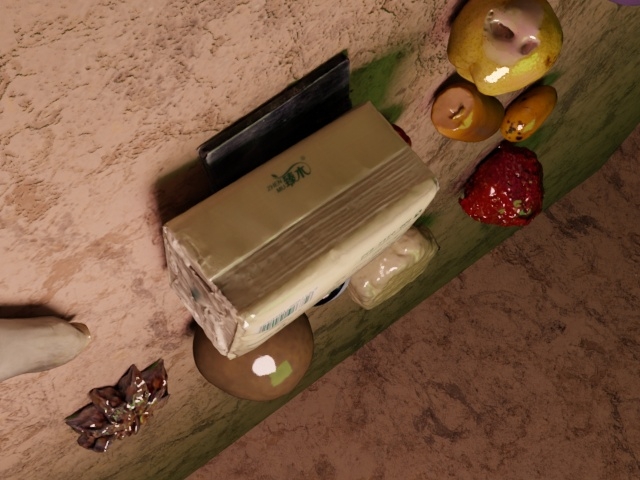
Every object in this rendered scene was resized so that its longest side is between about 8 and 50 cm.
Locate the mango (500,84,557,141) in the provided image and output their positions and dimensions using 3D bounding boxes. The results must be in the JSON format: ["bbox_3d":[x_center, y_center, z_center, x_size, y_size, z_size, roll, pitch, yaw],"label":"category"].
[{"bbox_3d":[0.518,-0.318,1.752,0.178,0.090,0.115,-41,174,-4],"label":"mango"}]

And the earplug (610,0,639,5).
[{"bbox_3d":[0.472,-0.470,1.071,0.215,0.215,0.456,-46,166,22],"label":"earplug"}]

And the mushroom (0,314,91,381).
[{"bbox_3d":[-0.432,0.152,0.959,0.109,0.097,0.351,-43,166,16],"label":"mushroom"}]

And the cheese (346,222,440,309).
[{"bbox_3d":[0.215,0.072,2.101,0.326,0.115,0.318,-18,154,-54],"label":"cheese"}]

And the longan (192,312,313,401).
[{"bbox_3d":[-0.140,0.217,1.523,0.258,0.258,0.258,-35,163,-12],"label":"longan"}]

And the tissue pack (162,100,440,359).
[{"bbox_3d":[-0.041,-0.008,1.116,0.380,0.207,0.297,-35,171,-22],"label":"tissue pack"}]

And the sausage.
[{"bbox_3d":[0.316,-0.257,1.467,0.112,0.112,0.328,-46,165,22],"label":"sausage"}]

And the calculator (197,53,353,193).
[{"bbox_3d":[-0.058,-0.164,1.048,0.262,0.021,0.161,-36,163,-12],"label":"calculator"}]

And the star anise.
[{"bbox_3d":[-0.423,0.372,1.552,0.236,0.109,0.223,-47,166,18],"label":"star anise"}]

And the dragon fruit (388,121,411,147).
[{"bbox_3d":[0.120,-0.176,1.320,0.094,0.094,0.190,-43,-175,13],"label":"dragon fruit"}]

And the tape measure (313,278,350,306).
[{"bbox_3d":[-0.029,0.042,1.374,0.182,0.181,0.107,-45,166,16],"label":"tape measure"}]

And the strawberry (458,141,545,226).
[{"bbox_3d":[0.540,-0.139,2.045,0.274,0.220,0.274,-33,159,-15],"label":"strawberry"}]

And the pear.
[{"bbox_3d":[0.288,-0.316,1.129,0.178,0.178,0.178,-35,163,-12],"label":"pear"}]
